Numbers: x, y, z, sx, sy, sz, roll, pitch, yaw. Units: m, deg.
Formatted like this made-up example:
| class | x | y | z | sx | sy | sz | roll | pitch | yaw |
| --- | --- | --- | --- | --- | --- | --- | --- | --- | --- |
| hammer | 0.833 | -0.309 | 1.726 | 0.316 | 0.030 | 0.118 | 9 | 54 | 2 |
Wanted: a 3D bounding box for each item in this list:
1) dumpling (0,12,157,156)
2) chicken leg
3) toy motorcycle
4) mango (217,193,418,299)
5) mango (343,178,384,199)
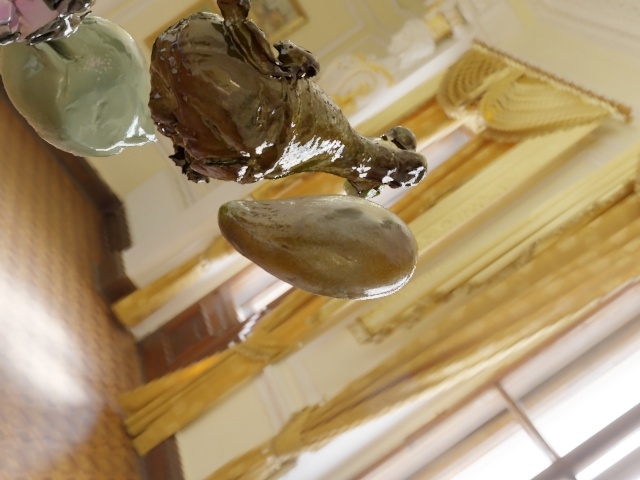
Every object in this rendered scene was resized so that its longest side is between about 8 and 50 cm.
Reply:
| class | x | y | z | sx | sy | sz | roll | pitch | yaw |
| --- | --- | --- | --- | --- | --- | --- | --- | --- | --- |
| dumpling | -0.426 | -0.259 | 1.557 | 0.212 | 0.270 | 0.320 | -93 | 177 | -60 |
| chicken leg | -0.052 | -0.113 | 1.026 | 0.361 | 0.211 | 0.140 | 34 | 45 | -46 |
| toy motorcycle | -0.353 | -0.333 | 1.163 | 0.143 | 0.327 | 0.188 | 53 | -38 | -9 |
| mango | 0.000 | 0.000 | 1.404 | 0.316 | 0.146 | 0.193 | 14 | 25 | -19 |
| mango | 0.095 | -0.124 | 1.985 | 0.074 | 0.091 | 0.165 | 64 | -8 | 3 |
